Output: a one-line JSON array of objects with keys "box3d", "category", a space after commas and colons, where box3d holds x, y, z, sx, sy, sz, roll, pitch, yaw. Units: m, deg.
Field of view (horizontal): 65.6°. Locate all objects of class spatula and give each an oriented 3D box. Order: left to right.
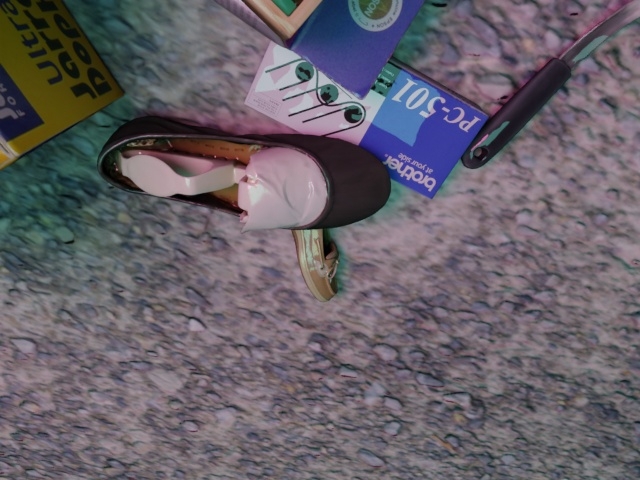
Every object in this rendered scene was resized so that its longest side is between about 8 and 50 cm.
[{"box3d": [0.242, -0.174, 0.447, 0.084, 0.030, 0.296, 37, 114, -18], "category": "spatula"}]

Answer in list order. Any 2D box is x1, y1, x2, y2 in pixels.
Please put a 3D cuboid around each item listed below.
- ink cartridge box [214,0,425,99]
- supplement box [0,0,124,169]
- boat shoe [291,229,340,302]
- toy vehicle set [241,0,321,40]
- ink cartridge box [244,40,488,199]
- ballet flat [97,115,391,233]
[{"box3d": [-0.012, -0.315, 0.305, 0.330, 0.071, 0.324, 30, 99, -15], "category": "ink cartridge box"}, {"box3d": [-0.397, -0.108, 0.421, 0.356, 0.195, 0.194, -23, 116, 15], "category": "supplement box"}, {"box3d": [0.000, -0.001, 0.541, 0.048, 0.056, 0.153, -10, 111, 13], "category": "boat shoe"}, {"box3d": [-0.063, -0.263, 0.256, 0.266, 0.035, 0.166, 39, 97, -19], "category": "toy vehicle set"}, {"box3d": [0.043, -0.130, 0.472, 0.207, 0.046, 0.097, 25, 118, -11], "category": "ink cartridge box"}, {"box3d": [-0.078, -0.052, 0.461, 0.280, 0.096, 0.095, 9, 116, 12], "category": "ballet flat"}]
